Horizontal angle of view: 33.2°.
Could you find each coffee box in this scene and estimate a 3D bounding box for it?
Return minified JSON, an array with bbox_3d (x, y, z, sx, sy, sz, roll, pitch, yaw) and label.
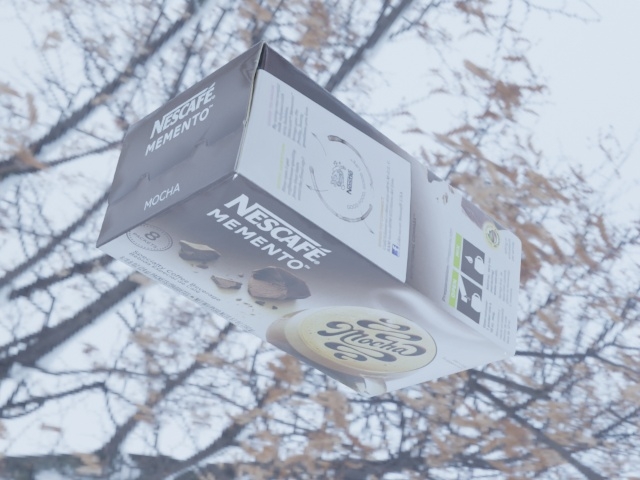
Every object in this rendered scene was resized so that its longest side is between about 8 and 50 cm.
[{"bbox_3d":[0.000,0.000,0.840,0.168,0.297,0.119,-23,-134,40],"label":"coffee box"}]
